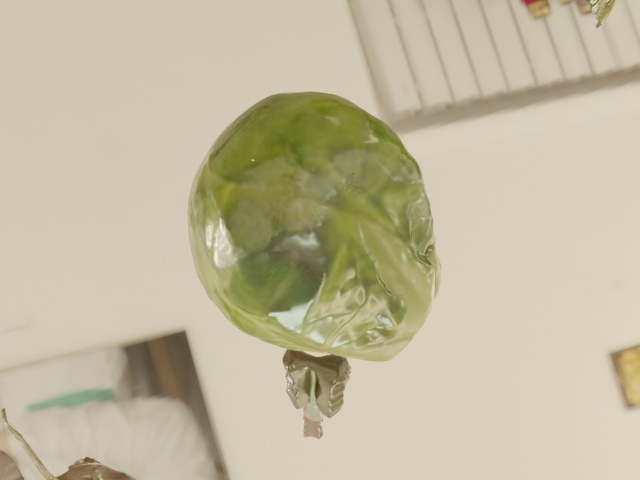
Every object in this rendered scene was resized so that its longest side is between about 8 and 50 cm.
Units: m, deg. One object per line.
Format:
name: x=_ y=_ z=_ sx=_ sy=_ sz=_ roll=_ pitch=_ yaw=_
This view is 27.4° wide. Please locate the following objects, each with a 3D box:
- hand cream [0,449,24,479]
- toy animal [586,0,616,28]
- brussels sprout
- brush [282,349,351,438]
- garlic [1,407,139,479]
hand cream: x=-0.451 y=0.325 z=1.480 sx=0.133 sy=0.083 sz=0.248 roll=26 pitch=-143 yaw=36
toy animal: x=0.227 y=-0.301 z=1.247 sx=0.219 sy=0.095 sz=0.155 roll=9 pitch=128 yaw=-37
brussels sprout: x=0.000 y=0.000 z=1.198 sx=0.219 sy=0.271 sz=0.210 roll=-51 pitch=-157 yaw=-9
brush: x=-0.006 y=0.206 z=1.718 sx=0.084 sy=0.071 sz=0.301 roll=12 pitch=155 yaw=5
garlic: x=-0.312 y=0.328 z=1.510 sx=0.207 sy=0.257 sz=0.207 roll=-42 pitch=-159 yaw=20
